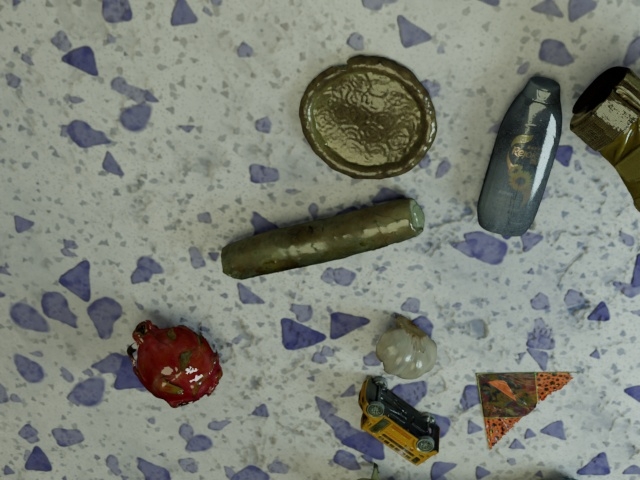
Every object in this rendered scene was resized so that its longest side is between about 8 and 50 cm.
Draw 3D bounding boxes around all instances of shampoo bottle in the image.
[{"bbox_3d":[0.284,-0.116,1.508,0.087,0.049,0.234,12,122,-1],"label":"shampoo bottle"}]

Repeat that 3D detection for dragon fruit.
[{"bbox_3d":[-0.238,0.200,1.734,0.136,0.133,0.166,-32,113,32],"label":"dragon fruit"}]

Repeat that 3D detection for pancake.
[{"bbox_3d":[0.068,-0.172,1.526,0.199,0.021,0.199,4,120,6],"label":"pancake"}]

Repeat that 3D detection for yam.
[{"bbox_3d":[0.000,0.000,1.612,0.317,0.067,0.071,-14,109,17],"label":"yam"}]

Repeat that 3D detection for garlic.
[{"bbox_3d":[0.134,0.181,1.698,0.113,0.074,0.094,24,113,-24],"label":"garlic"}]

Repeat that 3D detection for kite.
[{"bbox_3d":[0.301,0.250,1.752,0.125,0.008,0.222,35,119,-9],"label":"kite"}]

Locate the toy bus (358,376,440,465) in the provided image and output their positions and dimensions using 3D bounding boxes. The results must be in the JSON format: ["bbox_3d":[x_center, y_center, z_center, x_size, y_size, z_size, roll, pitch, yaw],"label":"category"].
[{"bbox_3d":[0.121,0.299,1.772,0.162,0.070,0.074,37,121,-14],"label":"toy bus"}]

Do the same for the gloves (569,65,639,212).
[{"bbox_3d":[0.479,-0.095,1.436,0.331,0.141,0.154,37,118,-13],"label":"gloves"}]

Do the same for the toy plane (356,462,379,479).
[{"bbox_3d":[0.151,0.480,1.854,0.242,0.104,0.256,-34,109,32],"label":"toy plane"}]

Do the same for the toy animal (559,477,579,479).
[{"bbox_3d":[0.374,0.536,1.796,0.221,0.210,0.230,-23,81,12],"label":"toy animal"}]
